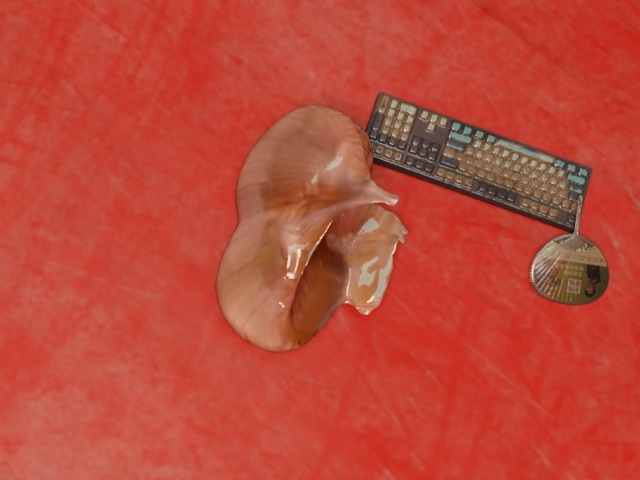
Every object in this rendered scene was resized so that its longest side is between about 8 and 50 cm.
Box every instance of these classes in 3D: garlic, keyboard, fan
[{"bbox_3d":[-0.010,-0.006,0.814,0.124,0.099,0.174,19,75,13],"label":"garlic"},{"bbox_3d":[0.119,-0.059,0.882,0.176,0.014,0.055,20,72,-3],"label":"keyboard"},{"bbox_3d":[0.195,0.014,0.871,0.060,0.003,0.080,36,88,-6],"label":"fan"}]
